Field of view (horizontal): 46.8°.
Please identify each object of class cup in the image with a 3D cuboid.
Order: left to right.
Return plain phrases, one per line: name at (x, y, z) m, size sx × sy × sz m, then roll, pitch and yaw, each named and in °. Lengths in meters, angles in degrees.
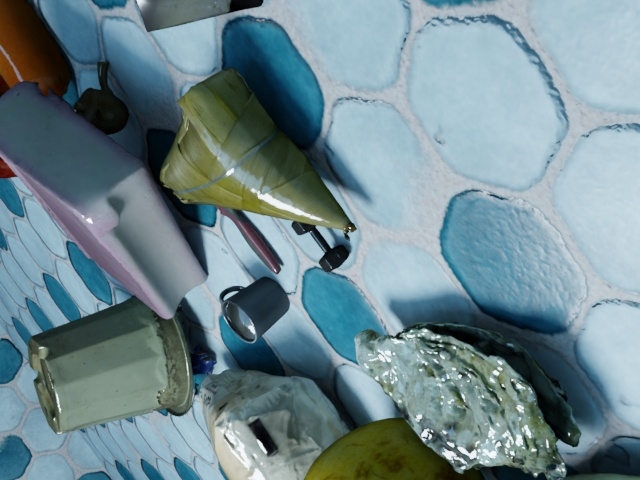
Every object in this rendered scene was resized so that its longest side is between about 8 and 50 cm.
cup at (-0.106, 0.097, 1.128) m, size 0.100 × 0.077 × 0.078 m, roll 33°, pitch 142°, yaw 28°

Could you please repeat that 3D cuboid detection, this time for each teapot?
teapot at (-0.328, -0.215, 1.130) m, size 0.085 × 0.080 × 0.110 m, roll 22°, pitch 98°, yaw 45°

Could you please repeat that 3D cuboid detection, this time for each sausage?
sausage at (-0.528, -0.378, 1.194) m, size 0.348 × 0.097 × 0.094 m, roll 57°, pitch 154°, yaw -6°

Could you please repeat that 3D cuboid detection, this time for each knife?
knife at (-0.137, -0.047, 1.093) m, size 0.247 × 0.018 × 0.035 m, roll 51°, pitch 150°, yaw 8°

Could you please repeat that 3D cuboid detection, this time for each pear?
pear at (0.100, 0.363, 0.938) m, size 0.281 × 0.281 × 0.280 m, roll 32°, pitch 142°, yaw 30°

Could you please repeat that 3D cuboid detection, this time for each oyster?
oyster at (0.161, 0.182, 0.845) m, size 0.268 × 0.112 × 0.198 m, roll -4°, pitch 117°, yaw 56°

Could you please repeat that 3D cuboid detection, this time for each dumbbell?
dumbbell at (0.000, 0.000, 0.943) m, size 0.083 × 0.036 × 0.040 m, roll 53°, pitch 147°, yaw -1°

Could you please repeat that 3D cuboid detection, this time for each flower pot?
flower pot at (-0.405, 0.241, 1.419) m, size 0.290 × 0.259 × 0.290 m, roll 30°, pitch 128°, yaw 48°

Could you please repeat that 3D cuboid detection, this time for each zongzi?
zongzi at (-0.083, -0.065, 0.938) m, size 0.256 × 0.115 × 0.228 m, roll 42°, pitch 151°, yaw -2°

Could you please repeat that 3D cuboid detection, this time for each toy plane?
toy plane at (-0.255, 0.245, 1.486) m, size 0.167 × 0.054 × 0.062 m, roll -21°, pitch 78°, yaw 55°

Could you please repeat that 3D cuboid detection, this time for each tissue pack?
tissue pack at (-0.050, 0.375, 1.231) m, size 0.390 × 0.195 × 0.375 m, roll 54°, pitch 161°, yaw -1°

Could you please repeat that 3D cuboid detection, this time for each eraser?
eraser at (-0.341, -0.049, 1.150) m, size 0.272 × 0.122 × 0.359 m, roll 37°, pitch 163°, yaw 21°

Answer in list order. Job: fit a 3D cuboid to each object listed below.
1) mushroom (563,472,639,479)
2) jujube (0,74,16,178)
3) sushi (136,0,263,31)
mushroom at (0.344, 0.328, 0.752) m, size 0.248 × 0.129 × 0.344 m, roll 36°, pitch 155°, yaw -19°
jujube at (-0.600, -0.220, 1.356) m, size 0.342 × 0.216 × 0.216 m, roll 11°, pitch 129°, yaw 56°
sushi at (-0.143, -0.353, 0.730) m, size 0.272 × 0.134 × 0.109 m, roll 88°, pitch 166°, yaw -55°
